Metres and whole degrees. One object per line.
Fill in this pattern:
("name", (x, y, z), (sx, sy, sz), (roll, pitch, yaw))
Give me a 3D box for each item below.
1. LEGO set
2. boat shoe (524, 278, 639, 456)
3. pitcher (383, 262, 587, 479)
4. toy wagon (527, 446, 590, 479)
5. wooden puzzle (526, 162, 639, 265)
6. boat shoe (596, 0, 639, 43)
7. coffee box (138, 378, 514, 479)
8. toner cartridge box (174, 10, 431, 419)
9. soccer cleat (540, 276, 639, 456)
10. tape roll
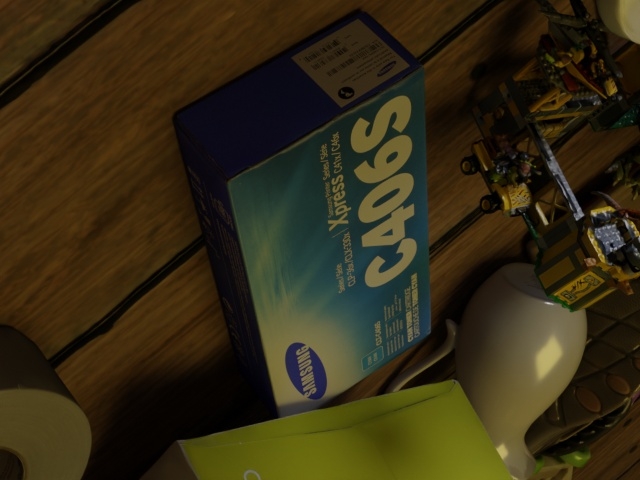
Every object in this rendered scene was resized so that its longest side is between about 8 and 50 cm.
("LEGO set", (0.296, -0.092, 1.062), (0.331, 0.255, 0.192), (-2, 154, -37))
("boat shoe", (0.254, 0.158, 1.450), (0.355, 0.132, 0.130), (-39, 169, 22))
("pitcher", (0.167, 0.126, 1.322), (0.178, 0.125, 0.207), (13, 115, -6))
("toy wagon", (0.200, 0.358, 1.682), (0.344, 0.068, 0.267), (6, 124, -50))
("wooden puzzle", (0.328, -0.014, 1.405), (0.239, 0.044, 0.221), (-34, 148, -5))
("boat shoe", (0.296, -0.254, 1.001), (0.301, 0.102, 0.108), (-41, 134, -22))
("coffee box", (-0.004, 0.365, 1.138), (0.338, 0.337, 0.334), (-5, 148, -44))
("toner cartridge box", (0.000, 0.000, 1.017), (0.165, 0.075, 0.348), (-31, 147, -15))
("soccer cleat", (0.369, 0.139, 1.575), (0.318, 0.108, 0.116), (-53, 156, 15))
("tape roll", (-0.273, 0.161, 0.910), (0.219, 0.072, 0.219), (-29, 145, -22))
